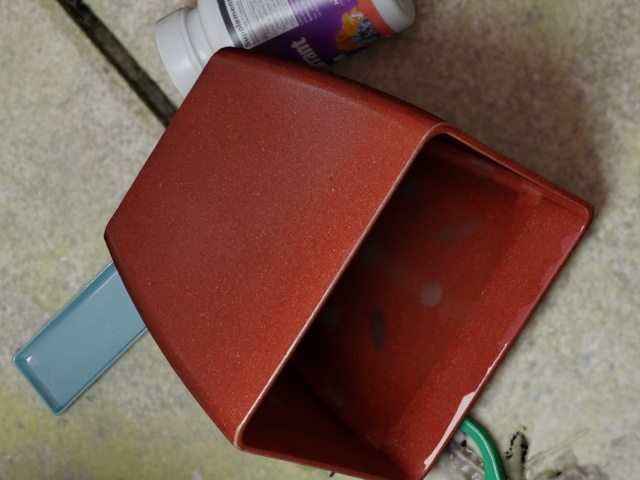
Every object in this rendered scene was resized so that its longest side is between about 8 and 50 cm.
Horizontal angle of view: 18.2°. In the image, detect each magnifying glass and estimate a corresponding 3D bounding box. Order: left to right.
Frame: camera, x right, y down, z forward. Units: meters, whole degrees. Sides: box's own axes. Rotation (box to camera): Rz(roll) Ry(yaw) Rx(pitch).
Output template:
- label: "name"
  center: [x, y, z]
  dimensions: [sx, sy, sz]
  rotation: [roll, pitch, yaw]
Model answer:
- label: "magnifying glass"
  center: [0.137, 0.230, 1.575]
  dimensions: [0.092, 0.026, 0.231]
  rotation: [-43, 74, 12]

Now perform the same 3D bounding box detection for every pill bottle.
- label: "pill bottle"
  center: [-0.031, -0.182, 1.603]
  dimensions: [0.193, 0.108, 0.108]
  rotation: [-24, 81, 16]

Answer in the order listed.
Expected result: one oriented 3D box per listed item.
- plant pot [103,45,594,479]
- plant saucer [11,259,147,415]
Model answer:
- label: "plant pot"
  center: [0.000, 0.000, 1.513]
  dimensions: [0.235, 0.267, 0.267]
  rotation: [37, 98, 33]
- label: "plant saucer"
  center: [-0.175, 0.062, 1.687]
  dimensions: [0.192, 0.018, 0.067]
  rotation: [-43, 76, 11]
